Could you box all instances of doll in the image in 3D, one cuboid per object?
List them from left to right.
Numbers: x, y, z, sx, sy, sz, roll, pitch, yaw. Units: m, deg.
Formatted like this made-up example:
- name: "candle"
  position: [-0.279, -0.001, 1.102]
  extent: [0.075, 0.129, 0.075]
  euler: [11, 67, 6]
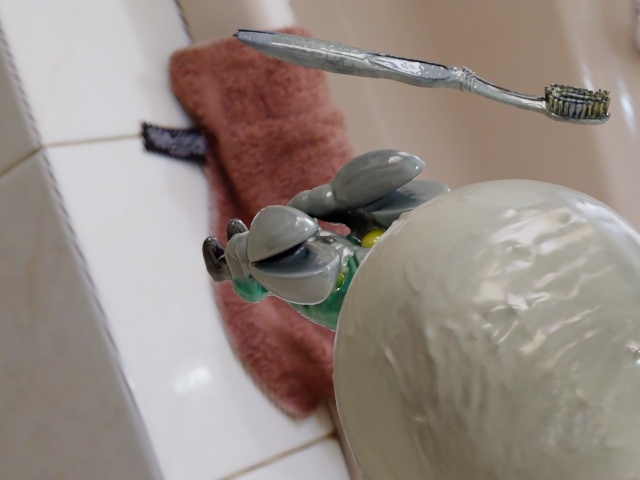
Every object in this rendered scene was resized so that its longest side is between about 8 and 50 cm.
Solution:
- name: "doll"
  position: [-0.007, 0.011, 1.156]
  extent: [0.195, 0.258, 0.153]
  euler: [-68, 144, -55]

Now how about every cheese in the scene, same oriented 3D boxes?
- name: "cheese"
  position: [0.090, 0.070, 0.583]
  extent: [0.154, 0.198, 0.189]
  euler: [-20, 71, -17]

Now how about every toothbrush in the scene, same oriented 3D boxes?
- name: "toothbrush"
  position: [0.100, -0.177, 1.372]
  extent: [0.042, 0.413, 0.035]
  euler: [85, 23, -50]
